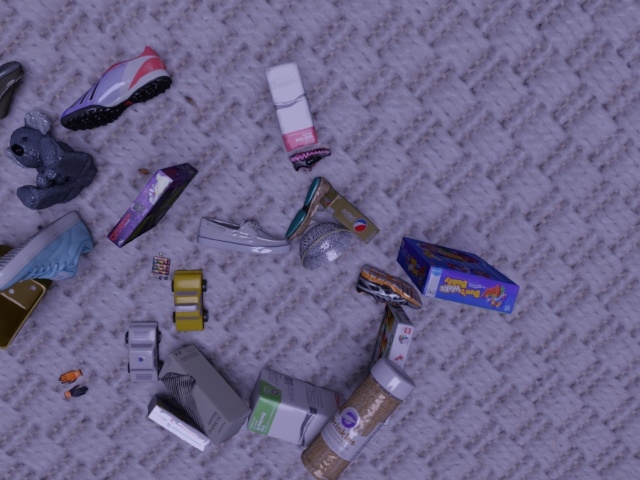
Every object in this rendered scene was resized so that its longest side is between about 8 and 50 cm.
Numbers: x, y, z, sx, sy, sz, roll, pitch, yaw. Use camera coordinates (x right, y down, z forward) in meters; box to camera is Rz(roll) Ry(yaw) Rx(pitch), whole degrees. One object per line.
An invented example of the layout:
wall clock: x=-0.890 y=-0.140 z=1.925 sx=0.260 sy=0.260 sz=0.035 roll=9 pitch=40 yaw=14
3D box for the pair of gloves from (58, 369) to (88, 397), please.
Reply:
pair of gloves: x=-0.741 y=0.432 z=1.802 sx=0.074 sy=0.010 sz=0.083 roll=-17 pitch=103 yaw=0

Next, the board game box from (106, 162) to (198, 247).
board game box: x=-0.419 y=-0.101 z=1.542 sx=0.056 sy=0.347 sz=0.208 roll=43 pitch=95 yaw=-8

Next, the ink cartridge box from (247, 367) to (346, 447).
ink cartridge box: x=-0.065 y=0.499 z=1.762 sx=0.273 sy=0.198 sz=0.114 roll=20 pitch=99 yaw=-7

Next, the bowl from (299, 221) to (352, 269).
bowl: x=0.000 y=0.000 z=1.707 sx=0.170 sy=0.170 sz=0.080 roll=-37 pitch=65 yaw=4

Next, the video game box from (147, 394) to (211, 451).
video game box: x=-0.413 y=0.527 z=1.743 sx=0.187 sy=0.205 sz=0.048 roll=39 pitch=75 yaw=-9

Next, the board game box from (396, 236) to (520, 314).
board game box: x=0.357 y=0.087 z=1.629 sx=0.233 sy=0.347 sz=0.078 roll=13 pitch=101 yaw=-6

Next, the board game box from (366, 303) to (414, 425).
board game box: x=0.194 y=0.354 z=1.752 sx=0.053 sy=0.193 sz=0.305 roll=12 pitch=100 yaw=-6

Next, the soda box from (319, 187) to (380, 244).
soda box: x=0.084 y=-0.068 z=1.699 sx=0.058 sy=0.061 sz=0.181 roll=-47 pitch=120 yaw=5

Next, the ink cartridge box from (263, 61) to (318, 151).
ink cartridge box: x=-0.077 y=-0.357 z=1.608 sx=0.092 sy=0.158 sz=0.217 roll=-17 pitch=102 yaw=1

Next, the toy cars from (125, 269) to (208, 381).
toy cars: x=-0.451 y=0.261 z=1.746 sx=0.176 sy=0.087 sz=0.393 roll=40 pitch=96 yaw=-10

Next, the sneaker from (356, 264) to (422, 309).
sneaker: x=0.202 y=0.152 z=1.776 sx=0.215 sy=0.084 sz=0.083 roll=28 pitch=112 yaw=-5

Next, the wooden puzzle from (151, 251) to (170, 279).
wooden puzzle: x=-0.464 y=0.075 z=1.748 sx=0.049 sy=0.006 sz=0.083 roll=9 pitch=101 yaw=-5

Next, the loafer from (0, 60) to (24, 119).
loafer: x=-0.866 y=-0.374 z=1.600 sx=0.251 sy=0.094 sz=0.087 roll=-40 pitch=126 yaw=14

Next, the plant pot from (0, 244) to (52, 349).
plant pot: x=-0.862 y=0.130 z=1.643 sx=0.212 sy=0.187 sz=0.212 roll=35 pitch=97 yaw=-10

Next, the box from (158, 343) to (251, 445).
box: x=-0.332 y=0.436 z=1.711 sx=0.275 sy=0.094 sz=0.113 roll=41 pitch=120 yaw=22

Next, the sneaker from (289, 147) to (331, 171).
sneaker: x=-0.025 y=-0.226 z=1.700 sx=0.119 sy=0.047 sz=0.057 roll=-13 pitch=109 yaw=7

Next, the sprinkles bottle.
sprinkles bottle: x=0.100 y=0.483 z=1.608 sx=0.121 sy=0.121 sz=0.355 roll=37 pitch=96 yaw=-10

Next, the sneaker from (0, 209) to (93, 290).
sneaker: x=-0.698 y=0.050 z=1.554 sx=0.135 sy=0.366 sz=0.150 roll=-26 pitch=108 yaw=25

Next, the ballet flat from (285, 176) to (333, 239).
ballet flat: x=-0.026 y=-0.081 z=1.716 sx=0.067 sy=0.073 sz=0.206 roll=25 pitch=103 yaw=-23

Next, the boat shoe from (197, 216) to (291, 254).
boat shoe: x=-0.213 y=-0.018 z=1.705 sx=0.268 sy=0.096 sz=0.088 roll=8 pitch=102 yaw=5

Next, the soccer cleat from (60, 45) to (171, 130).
soccer cleat: x=-0.558 y=-0.401 z=1.608 sx=0.318 sy=0.108 sz=0.116 roll=-27 pitch=82 yaw=4

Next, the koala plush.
koala plush: x=-0.740 y=-0.221 z=1.605 sx=0.221 sy=0.203 sz=0.196 roll=39 pitch=110 yaw=11
